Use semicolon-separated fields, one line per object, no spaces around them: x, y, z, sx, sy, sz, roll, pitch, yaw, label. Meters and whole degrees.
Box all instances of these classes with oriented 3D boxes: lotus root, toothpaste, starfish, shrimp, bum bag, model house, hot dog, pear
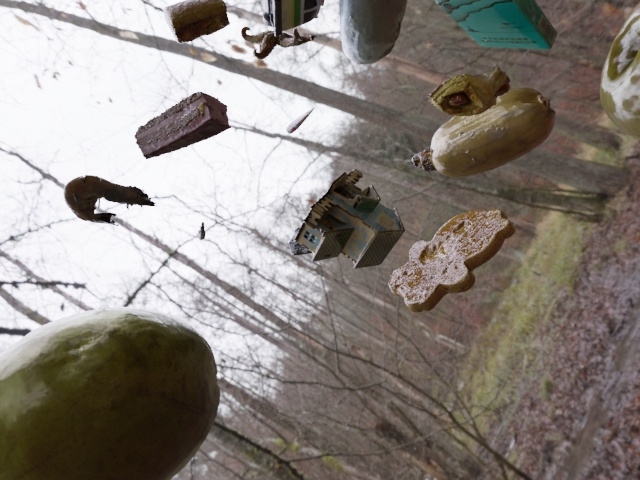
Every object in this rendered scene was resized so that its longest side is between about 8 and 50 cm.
0.386;-0.243;1.030;0.152;0.343;0.169;34;-132;-34;lotus root
-0.090;-0.538;1.893;0.195;0.043;0.067;-24;22;53;toothpaste
-0.195;-0.905;1.897;0.312;0.303;0.112;-36;-43;-33;starfish
-0.710;-0.119;1.424;0.178;0.075;0.289;-51;-31;18;shrimp
0.000;0.000;1.205;0.049;0.198;0.087;21;-112;-63;bum bag
0.096;-0.042;1.041;0.271;0.207;0.178;-45;-11;-52;model house
0.267;-0.249;0.723;0.169;0.061;0.078;-21;-22;-16;hot dog
-0.362;0.284;0.714;0.414;0.352;0.351;-6;-57;-41;pear

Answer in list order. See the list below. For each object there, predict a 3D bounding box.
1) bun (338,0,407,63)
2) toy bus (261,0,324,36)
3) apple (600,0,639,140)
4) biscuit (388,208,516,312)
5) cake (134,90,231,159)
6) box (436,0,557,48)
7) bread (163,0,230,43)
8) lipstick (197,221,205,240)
0.147;-0.696;1.210;0.354;0.195;0.353;-4;-90;-86;bun
-0.120;-0.798;1.268;0.179;0.305;0.143;-21;-14;-9;toy bus
0.561;-0.259;0.604;0.257;0.234;0.256;10;-90;-80;apple
0.241;0.030;0.788;0.249;0.184;0.035;-44;-65;-1;biscuit
-0.421;-0.346;1.265;0.296;0.115;0.113;-23;-15;3;cake
0.343;-0.441;0.827;0.227;0.161;0.042;9;-77;-45;box
-0.368;-0.664;1.262;0.172;0.132;0.103;-26;-38;-11;bread
-0.498;-0.044;1.775;0.025;0.025;0.107;-29;-24;-34;lipstick
